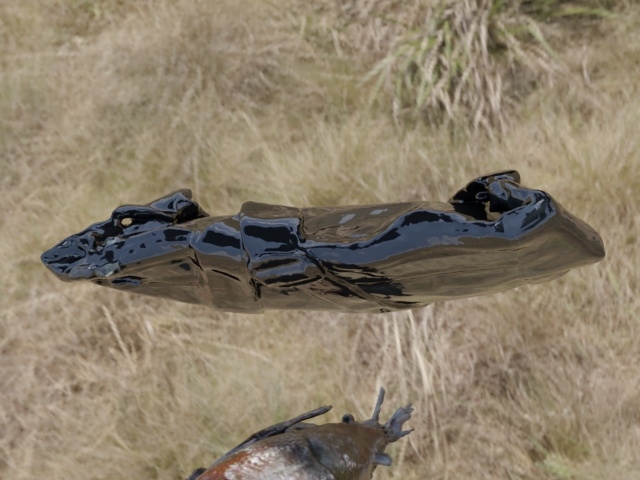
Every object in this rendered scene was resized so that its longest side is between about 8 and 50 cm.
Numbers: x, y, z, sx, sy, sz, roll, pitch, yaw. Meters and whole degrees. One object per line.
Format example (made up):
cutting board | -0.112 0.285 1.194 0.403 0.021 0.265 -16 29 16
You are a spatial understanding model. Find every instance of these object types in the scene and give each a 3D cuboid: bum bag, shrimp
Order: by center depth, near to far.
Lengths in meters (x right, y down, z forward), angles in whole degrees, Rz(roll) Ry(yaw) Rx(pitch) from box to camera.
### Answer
bum bag | 0.000 0.000 0.376 0.198 0.087 0.049 -3 78 25
shrimp | -0.014 0.094 0.385 0.056 0.165 0.065 51 127 20
